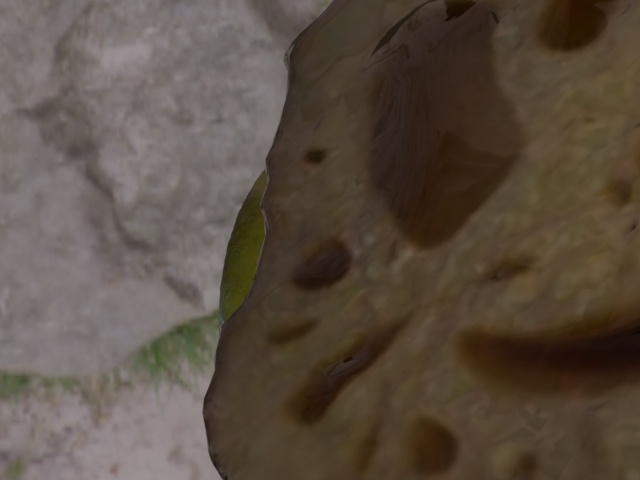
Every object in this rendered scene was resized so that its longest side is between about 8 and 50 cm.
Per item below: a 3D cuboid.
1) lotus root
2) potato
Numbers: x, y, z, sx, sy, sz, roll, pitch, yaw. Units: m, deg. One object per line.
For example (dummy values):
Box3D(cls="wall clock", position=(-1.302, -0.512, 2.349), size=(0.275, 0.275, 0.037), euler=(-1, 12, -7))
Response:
Box3D(cls="lotus root", position=(0.161, -0.004, 0.498), size=(0.316, 0.316, 0.250), euler=(-38, 132, 21))
Box3D(cls="potato", position=(0.000, 0.000, 1.039), size=(0.081, 0.149, 0.120), euler=(0, -177, 34))
